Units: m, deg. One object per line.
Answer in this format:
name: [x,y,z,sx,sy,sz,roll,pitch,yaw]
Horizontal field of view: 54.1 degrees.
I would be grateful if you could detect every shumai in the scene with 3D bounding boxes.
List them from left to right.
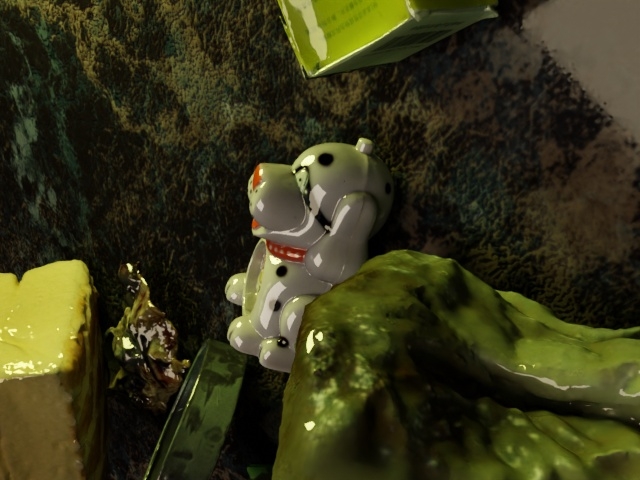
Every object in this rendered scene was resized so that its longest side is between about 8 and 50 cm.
shumai: [0.168,0.175,0.501,0.323,0.397,0.324,-3,111,25]

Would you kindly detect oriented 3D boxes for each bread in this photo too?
bread: [-0.533,0.279,1.129,0.390,0.279,0.372,-114,25,-60]

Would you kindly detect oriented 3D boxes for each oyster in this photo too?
oyster: [-0.334,0.194,1.118,0.361,0.096,0.221,-53,51,50]

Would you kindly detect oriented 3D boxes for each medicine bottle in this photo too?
medicine bottle: [0.034,-0.284,0.547,0.141,0.137,0.250,-17,96,45]

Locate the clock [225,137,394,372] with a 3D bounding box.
clock: [-0.003,0.002,0.704,0.188,0.188,0.254,33,122,28]

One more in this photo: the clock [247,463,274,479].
clock: [-0.112,0.452,0.933,0.219,0.255,0.106,-22,94,46]

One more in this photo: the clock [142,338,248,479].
clock: [-0.197,0.298,0.913,0.066,0.319,0.319,23,132,-9]
